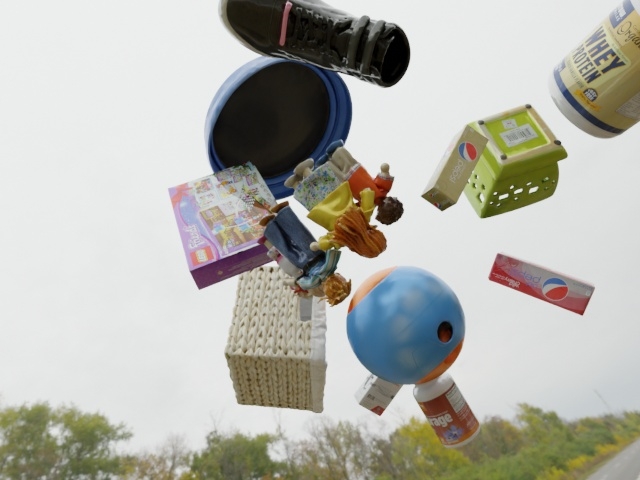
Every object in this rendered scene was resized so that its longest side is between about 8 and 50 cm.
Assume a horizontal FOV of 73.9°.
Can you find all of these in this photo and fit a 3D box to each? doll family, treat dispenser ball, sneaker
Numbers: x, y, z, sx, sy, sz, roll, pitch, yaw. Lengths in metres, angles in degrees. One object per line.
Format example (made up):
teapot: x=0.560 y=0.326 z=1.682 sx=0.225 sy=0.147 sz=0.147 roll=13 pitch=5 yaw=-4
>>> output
doll family: x=0.000 y=0.000 z=0.587 sx=0.263 sy=0.163 sz=0.118 roll=-50 pitch=-12 yaw=31
treat dispenser ball: x=0.206 y=0.205 z=1.049 sx=0.288 sy=0.288 sz=0.288 roll=-17 pitch=-39 yaw=-14
sneaker: x=0.012 y=-0.297 z=0.610 sx=0.296 sy=0.147 sz=0.104 roll=0 pitch=-66 yaw=-38

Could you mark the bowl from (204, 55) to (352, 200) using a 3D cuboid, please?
bowl: x=-0.103 y=-0.274 z=1.063 sx=0.391 sy=0.077 sz=0.391 roll=-23 pitch=-38 yaw=-20

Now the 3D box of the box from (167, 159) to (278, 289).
box: x=-0.190 y=-0.047 z=0.878 sx=0.201 sy=0.293 sz=0.057 roll=-21 pitch=-47 yaw=-12

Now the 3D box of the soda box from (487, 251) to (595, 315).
soda box: x=0.633 y=0.119 z=1.233 sx=0.083 sy=0.263 sz=0.092 roll=-4 pitch=-68 yaw=-59

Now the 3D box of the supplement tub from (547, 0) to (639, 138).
supplement tub: x=0.693 y=-0.400 z=0.917 sx=0.228 sy=0.228 sz=0.316 roll=-5 pitch=-26 yaw=-27

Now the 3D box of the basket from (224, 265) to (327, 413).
basket: x=-0.111 y=0.282 z=1.246 sx=0.267 sy=0.328 sz=0.331 roll=2 pitch=-44 yaw=-1

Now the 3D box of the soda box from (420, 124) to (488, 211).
soda box: x=0.285 y=-0.154 z=0.904 sx=0.181 sy=0.061 sz=0.058 roll=-58 pitch=5 yaw=-20

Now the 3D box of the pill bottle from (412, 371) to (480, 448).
pill bottle: x=0.331 y=0.441 z=1.169 sx=0.121 sy=0.216 sz=0.121 roll=-31 pitch=-4 yaw=-3

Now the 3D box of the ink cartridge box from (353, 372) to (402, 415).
ink cartridge box: x=0.191 y=0.488 z=1.395 sx=0.099 sy=0.056 sz=0.135 roll=35 pitch=-88 yaw=-19

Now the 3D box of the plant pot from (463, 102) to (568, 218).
plant pot: x=0.513 y=-0.226 z=1.168 sx=0.228 sy=0.227 sz=0.207 roll=-18 pitch=-28 yaw=-1
